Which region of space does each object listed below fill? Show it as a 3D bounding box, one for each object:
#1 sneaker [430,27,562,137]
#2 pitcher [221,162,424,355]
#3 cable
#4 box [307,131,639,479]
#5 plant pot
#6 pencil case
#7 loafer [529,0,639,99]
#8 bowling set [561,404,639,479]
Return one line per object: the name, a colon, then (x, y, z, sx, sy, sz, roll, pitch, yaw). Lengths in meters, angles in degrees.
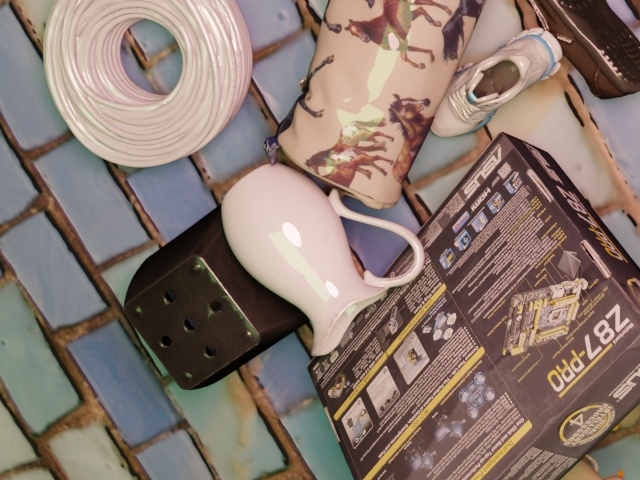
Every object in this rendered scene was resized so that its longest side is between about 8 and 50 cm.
sneaker: (0.173, -0.166, 1.216, 0.071, 0.083, 0.190, 54, 137, 2)
pitcher: (0.000, 0.000, 1.256, 0.178, 0.125, 0.207, -37, 78, 0)
cable: (-0.210, -0.220, 1.327, 0.257, 0.089, 0.257, -39, 93, 22)
box: (0.169, 0.126, 1.205, 0.097, 0.318, 0.395, 21, 118, -35)
plant pot: (-0.129, 0.077, 1.347, 0.187, 0.167, 0.188, -34, 95, 21)
pencil case: (0.079, -0.250, 1.199, 0.183, 0.160, 0.410, 37, 114, 37)
loafer: (0.266, -0.239, 1.196, 0.220, 0.080, 0.078, 58, 149, 7)
bowling set: (0.271, 0.289, 1.321, 0.154, 0.200, 0.287, 31, 69, 0)
